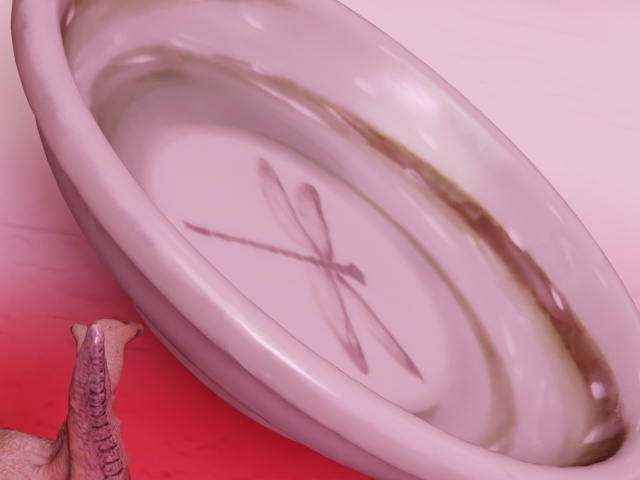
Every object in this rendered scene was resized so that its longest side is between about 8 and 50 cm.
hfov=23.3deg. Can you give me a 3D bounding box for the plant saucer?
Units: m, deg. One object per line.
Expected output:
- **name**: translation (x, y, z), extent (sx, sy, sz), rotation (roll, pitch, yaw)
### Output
- **plant saucer**: translation (0.000, 0.000, 0.801), extent (0.400, 0.100, 0.400), rotation (33, 26, -18)

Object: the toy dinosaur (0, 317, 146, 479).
- **toy dinosaur**: translation (-0.153, 0.142, 0.646), extent (0.127, 0.296, 0.200), rotation (21, 51, -46)
